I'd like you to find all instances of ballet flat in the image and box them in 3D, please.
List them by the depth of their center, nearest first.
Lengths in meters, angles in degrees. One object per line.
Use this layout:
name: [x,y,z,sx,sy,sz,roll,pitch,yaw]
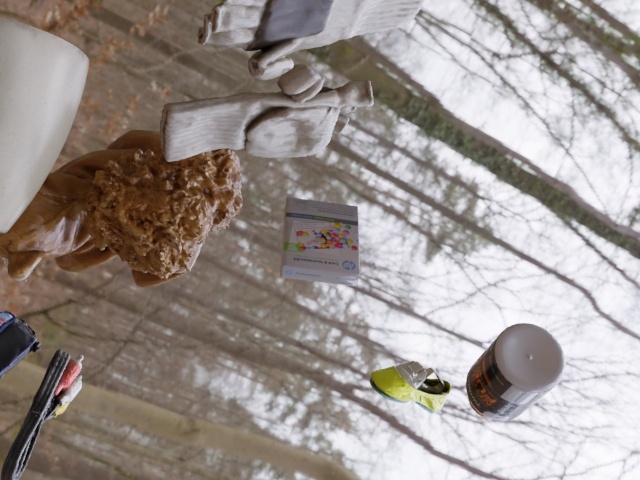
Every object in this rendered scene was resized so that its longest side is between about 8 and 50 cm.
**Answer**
ballet flat: [0.172,0.260,1.527,0.077,0.231,0.077,-48,-130,10]

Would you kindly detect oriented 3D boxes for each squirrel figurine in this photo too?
squirrel figurine: [-0.337,-0.060,1.319,0.397,0.370,0.280,-8,-92,38]

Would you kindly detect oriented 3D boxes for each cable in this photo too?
cable: [-0.486,0.305,1.494,0.287,0.072,0.139,-90,-158,-62]

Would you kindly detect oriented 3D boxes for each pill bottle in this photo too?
pill bottle: [0.346,0.254,1.535,0.245,0.131,0.130,105,0,-61]

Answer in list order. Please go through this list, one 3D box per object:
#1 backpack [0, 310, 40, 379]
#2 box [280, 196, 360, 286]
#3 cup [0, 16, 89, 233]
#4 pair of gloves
backpack: [-0.698,0.230,1.781,0.158,0.117,0.173,-45,-163,-24]
box: [0.000,0.000,1.589,0.038,0.145,0.186,103,-8,-46]
cup: [-0.469,-0.133,1.039,0.331,0.331,0.236,173,-79,-70]
pair of gloves: [-0.023,-0.144,0.719,0.042,0.204,0.240,66,-32,24]
